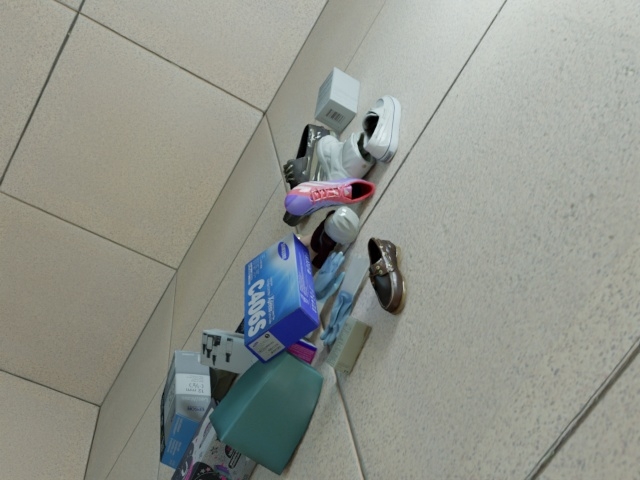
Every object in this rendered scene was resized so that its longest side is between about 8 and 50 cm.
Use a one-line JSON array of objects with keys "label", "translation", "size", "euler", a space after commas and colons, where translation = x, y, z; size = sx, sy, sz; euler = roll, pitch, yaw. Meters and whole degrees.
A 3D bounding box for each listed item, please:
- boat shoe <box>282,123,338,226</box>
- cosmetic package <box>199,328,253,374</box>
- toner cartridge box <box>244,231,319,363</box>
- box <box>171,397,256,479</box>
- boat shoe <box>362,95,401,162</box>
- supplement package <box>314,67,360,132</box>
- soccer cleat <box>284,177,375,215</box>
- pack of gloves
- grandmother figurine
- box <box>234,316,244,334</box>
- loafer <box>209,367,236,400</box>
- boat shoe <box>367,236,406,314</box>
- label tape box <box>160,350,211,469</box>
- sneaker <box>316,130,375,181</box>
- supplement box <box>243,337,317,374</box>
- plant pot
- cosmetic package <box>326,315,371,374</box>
[{"label": "boat shoe", "translation": [-0.061, -0.215, 2.379], "size": [0.132, 0.130, 0.355], "euler": [-24, 43, 63]}, {"label": "cosmetic package", "translation": [-0.217, 0.304, 1.983], "size": [0.239, 0.060, 0.098], "euler": [5, 93, 34]}, {"label": "toner cartridge box", "translation": [-0.101, 0.128, 1.794], "size": [0.165, 0.075, 0.347], "euler": [-35, 27, 13]}, {"label": "box", "translation": [-0.259, 0.554, 1.865], "size": [0.247, 0.142, 0.163], "euler": [-64, 18, 2]}, {"label": "boat shoe", "translation": [0.154, -0.314, 1.992], "size": [0.096, 0.088, 0.267], "euler": [-47, 25, 42]}, {"label": "supplement package", "translation": [0.056, -0.462, 2.434], "size": [0.105, 0.105, 0.179], "euler": [-47, 24, 41]}, {"label": "soccer cleat", "translation": [0.024, -0.117, 1.884], "size": [0.095, 0.248, 0.083], "euler": [-4, 97, 56]}, {"label": "pack of gloves", "translation": [0.041, 0.142, 1.793], "size": [0.195, 0.046, 0.232], "euler": [16, 82, 58]}, {"label": "grandmother figurine", "translation": [0.000, 0.000, 1.982], "size": [0.342, 0.104, 0.207], "euler": [143, 139, -59]}, {"label": "box", "translation": [-0.178, 0.277, 2.097], "size": [0.156, 0.093, 0.158], "euler": [-57, 20, 20]}, {"label": "loafer", "translation": [-0.313, 0.404, 2.295], "size": [0.268, 0.092, 0.102], "euler": [-58, 19, 18]}, {"label": "boat shoe", "translation": [0.132, 0.072, 1.562], "size": [0.073, 0.073, 0.207], "euler": [-52, 23, 28]}, {"label": "label tape box", "translation": [-0.403, 0.540, 2.194], "size": [0.347, 0.115, 0.249], "euler": [-101, 27, -49]}, {"label": "sneaker", "translation": [0.081, -0.251, 2.101], "size": [0.169, 0.108, 0.292], "euler": [-52, 31, 27]}, {"label": "supplement box", "translation": [-0.115, 0.328, 1.826], "size": [0.220, 0.114, 0.111], "euler": [-62, 19, 0]}, {"label": "plant pot", "translation": [-0.112, 0.370, 1.691], "size": [0.234, 0.166, 0.165], "euler": [-56, 18, -5]}, {"label": "cosmetic package", "translation": [0.060, 0.225, 1.596], "size": [0.115, 0.041, 0.060], "euler": [-64, 18, -1]}]
